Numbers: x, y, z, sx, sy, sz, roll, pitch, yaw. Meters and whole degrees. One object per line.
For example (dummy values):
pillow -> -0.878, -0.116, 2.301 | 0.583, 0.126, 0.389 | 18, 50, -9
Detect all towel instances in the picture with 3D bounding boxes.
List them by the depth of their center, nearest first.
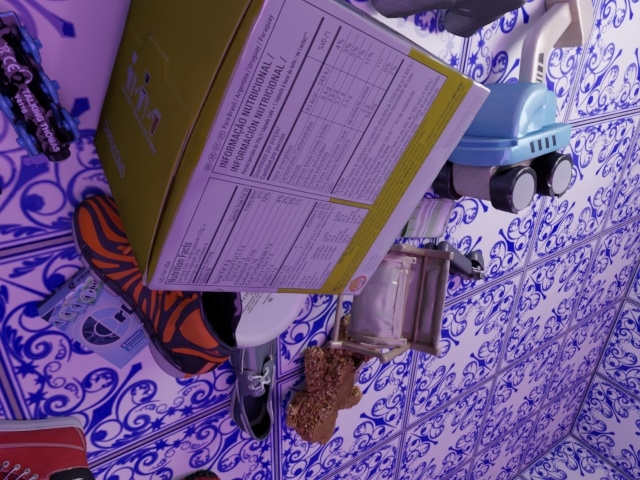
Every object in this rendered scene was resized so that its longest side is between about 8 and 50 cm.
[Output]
towel -> 0.279, -0.056, 1.227 | 0.152, 0.023, 0.113 | -2, 115, -37

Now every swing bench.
swing bench -> 0.168, 0.134, 1.104 | 0.255, 0.165, 0.253 | 9, 88, -49

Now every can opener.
can opener -> 0.390, 0.049, 1.357 | 0.283, 0.076, 0.095 | 31, 62, -43

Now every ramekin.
ramekin -> -0.135, 0.072, 0.876 | 0.273, 0.127, 0.272 | -21, 122, -38

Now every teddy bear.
teddy bear -> 0.033, 0.342, 1.221 | 0.245, 0.113, 0.337 | 17, 96, -50

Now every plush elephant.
plush elephant -> 0.270, -0.526, 0.805 | 0.272, 0.330, 0.255 | -3, 98, -29

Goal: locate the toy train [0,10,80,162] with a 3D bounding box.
toy train -> -0.368, -0.186, 0.591 | 0.080, 0.105, 0.184 | -32, 131, -24

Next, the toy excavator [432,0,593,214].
toy excavator -> 0.480, -0.330, 1.120 | 0.433, 0.222, 0.444 | -20, 117, -30

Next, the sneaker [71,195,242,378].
sneaker -> -0.222, 0.043, 0.705 | 0.321, 0.180, 0.124 | 54, 37, -5

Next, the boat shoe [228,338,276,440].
boat shoe -> -0.136, 0.305, 1.055 | 0.116, 0.099, 0.319 | -9, 120, -34

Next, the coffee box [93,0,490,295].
coffee box -> -0.068, -0.163, 0.637 | 0.335, 0.337, 0.338 | 6, 124, -41

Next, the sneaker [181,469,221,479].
sneaker -> -0.346, 0.622, 1.071 | 0.262, 0.104, 0.125 | 0, 116, -38

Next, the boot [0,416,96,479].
boot -> -0.497, 0.377, 0.763 | 0.244, 0.176, 0.088 | 6, 112, -38

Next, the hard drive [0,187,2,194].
hard drive -> -0.486, -0.103, 0.603 | 0.094, 0.022, 0.135 | -26, 128, -24

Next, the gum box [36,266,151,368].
gum box -> -0.348, 0.116, 0.822 | 0.157, 0.041, 0.184 | -43, 133, -11
